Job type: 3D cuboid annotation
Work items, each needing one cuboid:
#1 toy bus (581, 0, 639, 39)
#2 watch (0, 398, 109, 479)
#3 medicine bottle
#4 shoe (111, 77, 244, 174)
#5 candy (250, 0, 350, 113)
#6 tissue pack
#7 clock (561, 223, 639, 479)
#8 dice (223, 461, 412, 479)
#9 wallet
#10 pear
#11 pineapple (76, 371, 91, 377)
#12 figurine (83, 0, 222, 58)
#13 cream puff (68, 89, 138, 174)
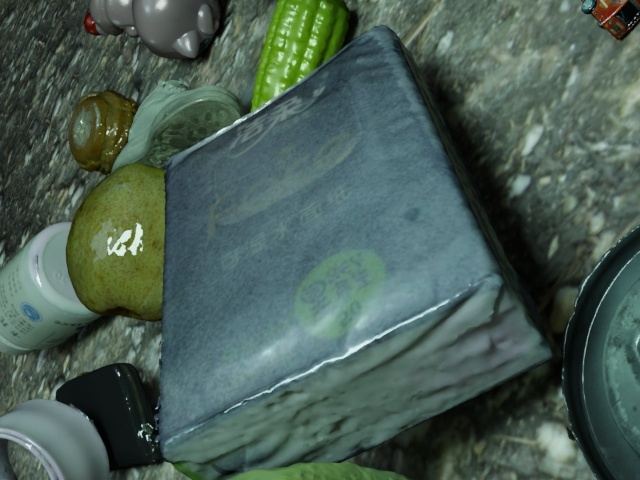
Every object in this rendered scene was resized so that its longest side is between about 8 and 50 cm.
[{"bbox_3d":[0.236,-0.217,0.717,0.043,0.031,0.110,-43,42,26],"label":"toy bus"},{"bbox_3d":[-0.394,0.342,1.155,0.248,0.211,0.217,-35,89,24],"label":"watch"},{"bbox_3d":[-0.470,0.093,1.444,0.293,0.170,0.170,-30,52,45],"label":"medicine bottle"},{"bbox_3d":[-0.204,-0.183,1.250,0.316,0.124,0.159,-26,48,47],"label":"shoe"},{"bbox_3d":[-0.034,-0.203,1.037,0.097,0.096,0.209,34,106,55],"label":"candy"},{"bbox_3d":[0.000,0.000,0.746,0.288,0.124,0.394,-28,37,14],"label":"tissue pack"},{"bbox_3d":[0.258,0.079,0.531,0.226,0.049,0.226,-30,51,44],"label":"clock"},{"bbox_3d":[-0.004,0.323,0.602,0.252,0.250,0.254,-49,40,29],"label":"dice"},{"bbox_3d":[-0.303,0.255,1.204,0.250,0.044,0.149,-27,82,49],"label":"wallet"},{"bbox_3d":[-0.246,0.012,1.144,0.228,0.188,0.211,-20,46,49],"label":"pear"},{"bbox_3d":[-0.388,0.266,1.346,0.124,0.058,0.058,-55,37,22],"label":"pineapple"},{"bbox_3d":[-0.281,-0.395,1.392,0.287,0.186,0.176,13,96,21],"label":"figurine"},{"bbox_3d":[-0.370,-0.190,1.485,0.165,0.115,0.150,43,118,44],"label":"cream puff"}]
